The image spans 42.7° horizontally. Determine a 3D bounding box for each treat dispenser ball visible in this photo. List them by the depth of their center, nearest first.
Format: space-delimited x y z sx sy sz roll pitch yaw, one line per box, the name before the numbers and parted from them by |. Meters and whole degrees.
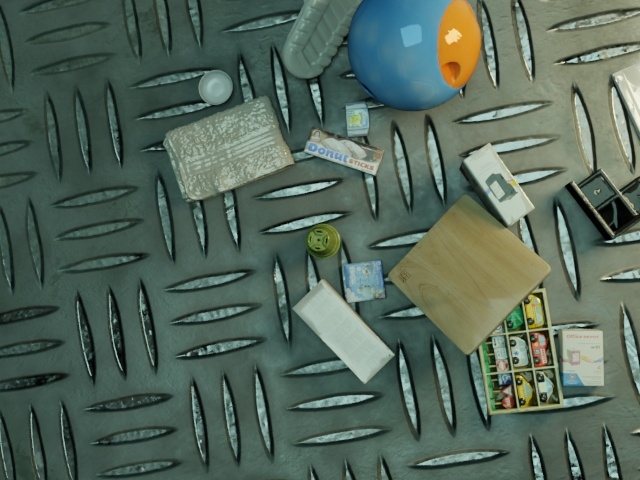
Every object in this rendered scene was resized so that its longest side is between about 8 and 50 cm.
treat dispenser ball | 0.200 -0.425 1.770 0.288 0.288 0.288 0 88 8

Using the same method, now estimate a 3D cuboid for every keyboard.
keyboard | 0.736 -0.271 1.830 0.072 0.014 0.256 -23 85 1

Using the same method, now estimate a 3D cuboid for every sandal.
sandal | 0.032 -0.571 1.889 0.416 0.169 0.102 -53 42 3

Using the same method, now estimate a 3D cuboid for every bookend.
bookend | 0.654 -0.106 1.802 0.157 0.072 0.156 -35 83 5

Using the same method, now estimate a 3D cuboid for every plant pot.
plant pot | 0.000 0.000 1.885 0.083 0.079 0.083 0 87 8

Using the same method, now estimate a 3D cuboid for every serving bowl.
serving bowl | -0.248 -0.364 1.961 0.083 0.027 0.083 0 87 7

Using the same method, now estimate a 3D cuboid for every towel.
towel | -0.222 -0.215 1.941 0.282 0.049 0.187 -21 86 6

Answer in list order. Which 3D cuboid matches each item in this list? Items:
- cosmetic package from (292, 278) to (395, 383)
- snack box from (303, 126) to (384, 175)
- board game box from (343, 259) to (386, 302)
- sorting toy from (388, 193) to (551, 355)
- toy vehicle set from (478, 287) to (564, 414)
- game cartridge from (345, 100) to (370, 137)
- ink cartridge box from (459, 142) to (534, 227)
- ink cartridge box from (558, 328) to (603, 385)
cosmetic package | 0.055 0.207 1.878 0.099 0.060 0.239 -44 83 6
snack box | 0.055 -0.208 1.915 0.178 0.022 0.064 19 92 8
board game box | 0.103 0.094 1.897 0.090 0.020 0.090 -8 87 9
sorting toy | 0.330 0.079 1.803 0.255 0.089 0.257 -47 63 6
toy vehicle set | 0.439 0.248 1.835 0.166 0.035 0.267 -9 86 8
game cartridge | 0.088 -0.285 1.917 0.056 0.017 0.083 -5 87 4
ink cartridge box | 0.388 -0.116 1.812 0.072 0.127 0.175 -34 84 3
ink cartridge box | 0.575 0.257 1.808 0.088 0.052 0.122 -1 86 8
